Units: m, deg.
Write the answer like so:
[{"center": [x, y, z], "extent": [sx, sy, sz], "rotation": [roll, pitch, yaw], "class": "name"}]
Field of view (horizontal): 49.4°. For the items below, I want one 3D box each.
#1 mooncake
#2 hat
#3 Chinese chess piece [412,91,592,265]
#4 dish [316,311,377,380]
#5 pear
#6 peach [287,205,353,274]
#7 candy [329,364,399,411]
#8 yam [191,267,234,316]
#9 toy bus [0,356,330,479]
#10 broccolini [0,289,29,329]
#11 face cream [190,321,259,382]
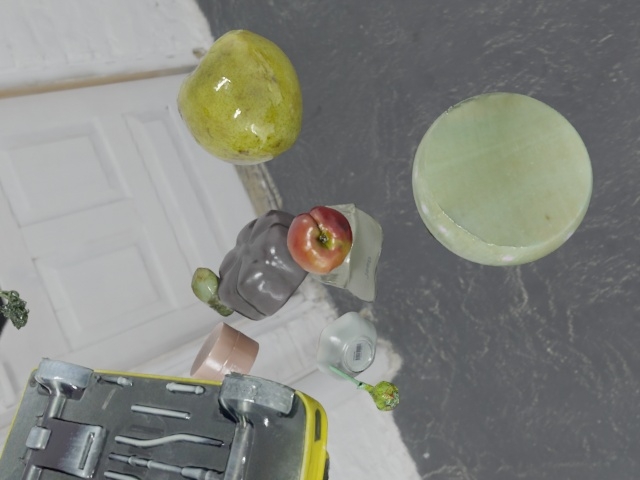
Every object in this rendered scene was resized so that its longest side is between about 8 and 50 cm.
[{"center": [-0.115, 0.050, 1.490], "extent": [0.133, 0.245, 0.244], "rotation": [33, 144, -25], "class": "mooncake"}, {"center": [0.043, 0.028, 1.596], "extent": [0.245, 0.149, 0.215], "rotation": [-133, 46, -75], "class": "hat"}, {"center": [0.356, -0.120, 1.386], "extent": [0.349, 0.349, 0.146], "rotation": [55, 170, 13], "class": "Chinese chess piece"}, {"center": [0.083, 0.283, 1.784], "extent": [0.066, 0.190, 0.191], "rotation": [22, 122, 56], "class": "dish"}, {"center": [-0.181, -0.322, 1.642], "extent": [0.303, 0.303, 0.304], "rotation": [19, 119, 39], "class": "pear"}, {"center": [-0.001, 0.000, 0.992], "extent": [0.100, 0.100, 0.101], "rotation": [19, 119, 39], "class": "peach"}, {"center": [0.090, 0.311, 1.507], "extent": [0.193, 0.058, 0.062], "rotation": [20, 98, 41], "class": "candy"}, {"center": [-0.240, 0.119, 1.571], "extent": [0.069, 0.070, 0.146], "rotation": [30, 167, 34], "class": "yam"}, {"center": [-0.124, 0.189, 0.571], "extent": [0.330, 0.152, 0.144], "rotation": [-2, 64, 35], "class": "toy bus"}, {"center": [-0.563, 0.106, 1.224], "extent": [0.194, 0.052, 0.054], "rotation": [13, 146, 43], "class": "broccolini"}, {"center": [-0.227, 0.281, 1.649], "extent": [0.104, 0.149, 0.149], "rotation": [33, 137, -13], "class": "face cream"}]
